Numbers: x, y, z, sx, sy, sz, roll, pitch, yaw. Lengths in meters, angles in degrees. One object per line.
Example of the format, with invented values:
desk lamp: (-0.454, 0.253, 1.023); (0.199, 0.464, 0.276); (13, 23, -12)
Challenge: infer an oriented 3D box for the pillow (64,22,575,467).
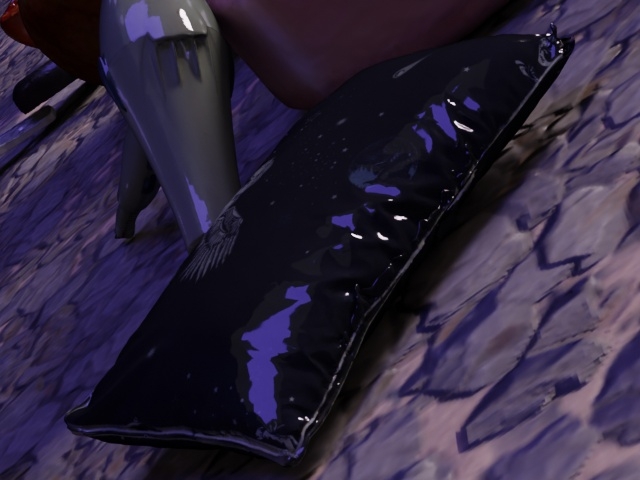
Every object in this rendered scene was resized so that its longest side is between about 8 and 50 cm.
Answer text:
pillow: (0.000, 0.000, 0.646); (0.141, 0.055, 0.208); (-3, 43, 51)

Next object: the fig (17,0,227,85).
fig: (-0.122, -0.201, 1.182); (0.205, 0.205, 0.205); (-38, 18, 14)

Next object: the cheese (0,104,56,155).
cheese: (-0.336, -0.044, 1.467); (0.251, 0.054, 0.127); (-33, 21, 5)

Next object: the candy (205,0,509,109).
candy: (0.054, -0.177, 0.875); (0.255, 0.094, 0.255); (-38, 17, 14)

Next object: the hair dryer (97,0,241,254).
hair dryer: (-0.080, -0.022, 0.854); (0.167, 0.067, 0.199); (-113, 26, -42)

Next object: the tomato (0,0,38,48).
tomato: (-0.233, -0.242, 1.661); (0.174, 0.082, 0.166); (-41, 21, -11)

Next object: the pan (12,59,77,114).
pan: (-0.197, -0.148, 1.422); (0.115, 0.040, 0.212); (-38, 18, -21)
